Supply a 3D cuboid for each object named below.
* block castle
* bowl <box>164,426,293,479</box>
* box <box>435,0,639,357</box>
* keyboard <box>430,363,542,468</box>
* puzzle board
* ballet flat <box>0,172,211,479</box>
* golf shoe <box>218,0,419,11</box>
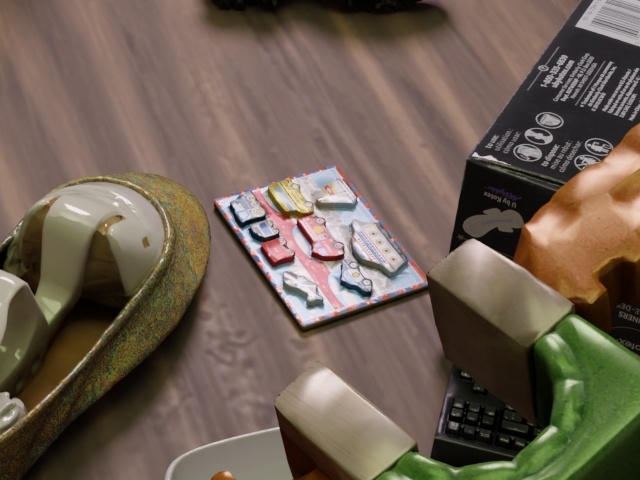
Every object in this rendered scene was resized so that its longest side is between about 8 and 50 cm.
[{"bbox_3d":[0.108,0.169,0.621,0.453,0.303,0.213,-37,52,-20],"label":"block castle"},{"bbox_3d":[-0.007,0.167,0.827,0.142,0.053,0.142,-9,47,-16],"label":"bowl"},{"bbox_3d":[0.195,-0.036,0.992,0.163,0.142,0.247,21,41,16],"label":"box"},{"bbox_3d":[0.157,0.126,0.911,0.180,0.023,0.108,13,44,7],"label":"keyboard"},{"bbox_3d":[0.000,0.000,1.030,0.096,0.011,0.128,-18,50,-23],"label":"puzzle board"},{"bbox_3d":[-0.163,0.042,0.894,0.123,0.123,0.348,23,46,16],"label":"ballet flat"},{"bbox_3d":[0.006,-0.233,1.225,0.198,0.077,0.094,2,44,-6],"label":"golf shoe"}]
